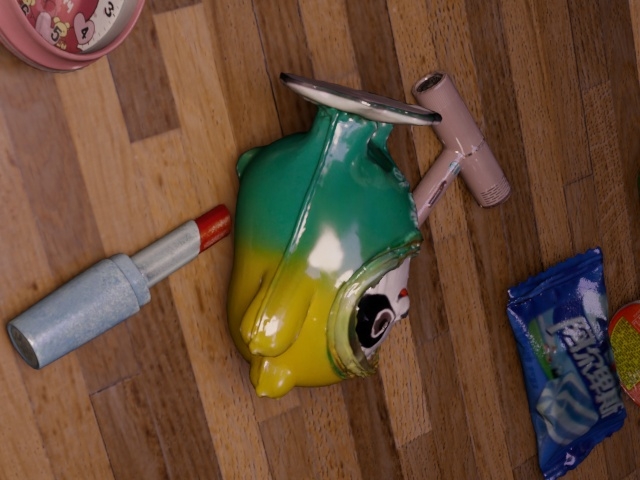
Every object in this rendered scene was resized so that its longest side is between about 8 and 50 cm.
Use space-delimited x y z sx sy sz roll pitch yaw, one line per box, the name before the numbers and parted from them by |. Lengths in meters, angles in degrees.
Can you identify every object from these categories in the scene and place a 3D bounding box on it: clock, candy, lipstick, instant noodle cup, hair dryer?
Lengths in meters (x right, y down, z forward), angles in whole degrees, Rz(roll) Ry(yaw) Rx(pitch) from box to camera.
clock | -0.248 -0.283 1.005 0.244 0.056 0.244 -24 118 -58
candy | 0.361 0.178 1.519 0.187 0.077 0.331 -26 113 -26
lipstick | -0.202 0.040 1.128 0.274 0.061 0.068 -34 104 -31
instant noodle cup | 0.575 0.146 1.609 0.212 0.193 0.193 -20 108 -38
hair dryer | 0.124 -0.077 1.345 0.220 0.054 0.195 -41 116 -15

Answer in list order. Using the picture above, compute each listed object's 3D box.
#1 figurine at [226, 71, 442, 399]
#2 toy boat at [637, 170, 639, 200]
figurine | 0.000 0.000 1.164 0.323 0.231 0.340 -19 124 -74
toy boat | 0.537 -0.123 1.596 0.229 0.089 0.088 -68 161 -5
